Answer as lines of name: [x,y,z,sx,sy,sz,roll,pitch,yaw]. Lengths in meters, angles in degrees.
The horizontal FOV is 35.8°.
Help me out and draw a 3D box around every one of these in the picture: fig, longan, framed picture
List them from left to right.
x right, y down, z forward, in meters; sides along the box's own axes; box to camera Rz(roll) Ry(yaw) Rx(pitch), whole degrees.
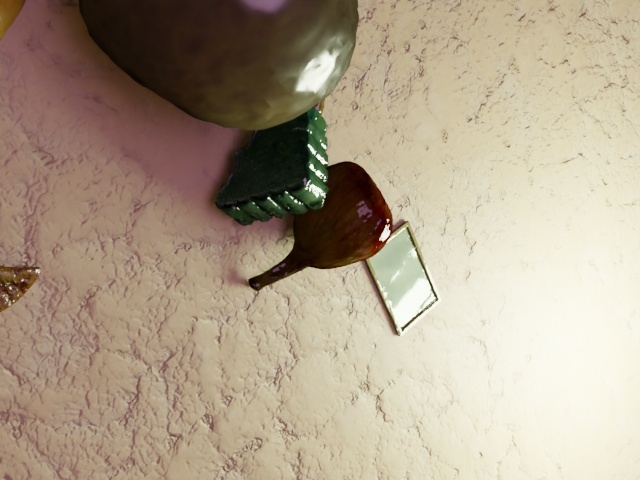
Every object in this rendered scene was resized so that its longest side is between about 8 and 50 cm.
longan: [-0.143,-0.379,1.533,0.436,0.404,0.404,31,75,-32]
fig: [-0.003,-0.016,1.856,0.290,0.190,0.190,-34,122,16]
framed picture: [0.171,0.079,2.050,0.136,0.010,0.200,-38,115,-29]

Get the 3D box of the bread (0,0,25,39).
bread: [-0.540,-0.298,1.436,0.142,0.091,0.305,39,72,-38]

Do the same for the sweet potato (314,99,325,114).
sweet potato: [-0.023,-0.221,1.862,0.041,0.038,0.153,28,86,-13]

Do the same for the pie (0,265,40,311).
pie: [-0.527,0.070,1.512,0.191,0.033,0.088,10,96,-42]

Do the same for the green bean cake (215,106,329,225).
green bean cake: [-0.083,-0.142,1.767,0.107,0.193,0.208,35,48,-52]
